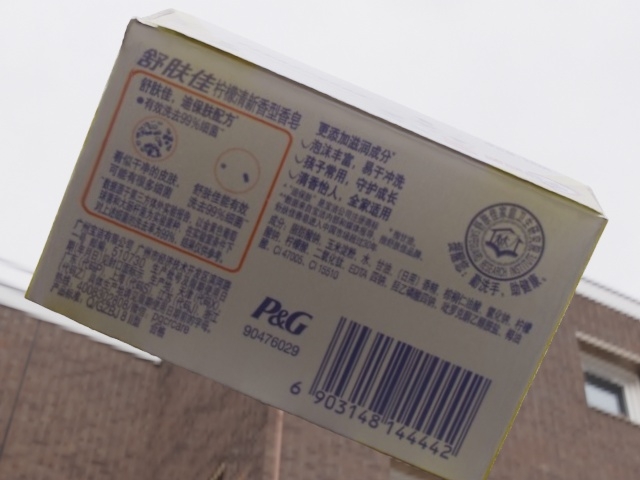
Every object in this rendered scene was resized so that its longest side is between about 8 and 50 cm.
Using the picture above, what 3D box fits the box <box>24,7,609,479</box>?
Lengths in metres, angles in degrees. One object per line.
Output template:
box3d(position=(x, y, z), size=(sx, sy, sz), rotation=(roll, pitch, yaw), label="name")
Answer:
box3d(position=(0.000, 0.000, 0.666), size=(0.265, 0.097, 0.168), rotation=(22, -78, 0), label="box")
